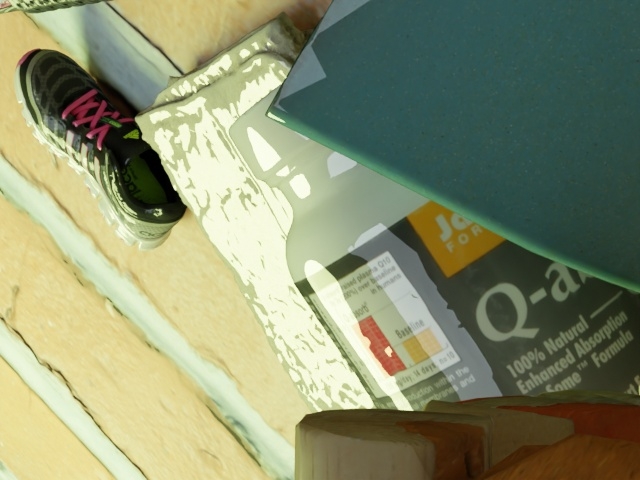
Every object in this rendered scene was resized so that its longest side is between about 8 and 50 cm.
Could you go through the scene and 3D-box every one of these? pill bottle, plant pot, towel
[{"bbox_3d":[0.081,0.022,0.686,0.278,0.162,0.162,56,142,-3],"label":"pill bottle"},{"bbox_3d":[0.131,-0.081,0.521,0.234,0.165,0.166,30,114,-5],"label":"plant pot"},{"bbox_3d":[0.000,0.000,0.849,0.187,0.049,0.282,-18,104,52],"label":"towel"}]

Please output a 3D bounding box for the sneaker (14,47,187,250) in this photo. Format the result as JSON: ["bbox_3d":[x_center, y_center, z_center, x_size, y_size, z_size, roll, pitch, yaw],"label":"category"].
[{"bbox_3d":[-0.151,-0.073,0.941,0.074,0.063,0.170,-23,104,52],"label":"sneaker"}]

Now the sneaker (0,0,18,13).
[{"bbox_3d":[-0.185,-0.210,0.883,0.178,0.072,0.077,-20,90,43],"label":"sneaker"}]

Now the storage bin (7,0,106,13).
[{"bbox_3d":[-0.093,-0.205,0.685,0.084,0.180,0.122,2,118,45],"label":"storage bin"}]

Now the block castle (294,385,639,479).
[{"bbox_3d":[0.217,0.155,0.400,0.303,0.453,0.213,-4,85,45],"label":"block castle"}]
